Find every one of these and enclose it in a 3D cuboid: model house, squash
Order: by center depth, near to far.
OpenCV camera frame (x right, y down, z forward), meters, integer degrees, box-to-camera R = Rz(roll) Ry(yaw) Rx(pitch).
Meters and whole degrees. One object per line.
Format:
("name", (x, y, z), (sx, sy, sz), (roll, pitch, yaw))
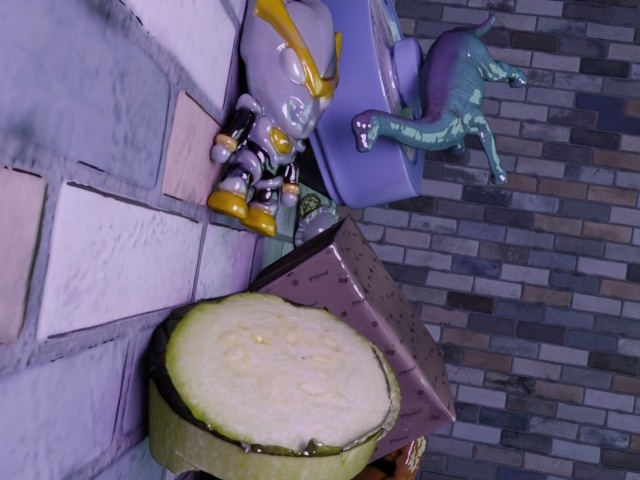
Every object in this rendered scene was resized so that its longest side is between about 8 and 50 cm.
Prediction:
("squash", (-0.046, 0.148, 0.457), (0.220, 0.220, 0.133), (-64, 167, -74))
("model house", (-0.002, -0.165, 1.005), (0.152, 0.106, 0.166), (3, 100, -83))

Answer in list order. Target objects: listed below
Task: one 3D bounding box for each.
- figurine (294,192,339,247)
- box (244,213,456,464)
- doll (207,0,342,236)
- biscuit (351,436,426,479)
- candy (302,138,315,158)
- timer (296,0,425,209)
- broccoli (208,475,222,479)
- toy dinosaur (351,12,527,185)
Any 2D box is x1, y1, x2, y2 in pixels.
("figurine", (-0.005, -0.002, 1.269), (0.143, 0.143, 0.271), (-74, 147, -56))
("box", (0.041, 0.146, 0.784), (0.297, 0.190, 0.225), (55, 14, -6))
("doll", (-0.046, -0.166, 0.576), (0.103, 0.145, 0.316), (-10, -120, 60))
("biscuit", (0.062, 0.405, 0.749), (0.278, 0.043, 0.301), (-46, -153, 24))
("candy", (-0.029, -0.189, 0.872), (0.110, 0.085, 0.095), (64, 25, -63))
("timer", (0.085, -0.272, 0.853), (0.395, 0.173, 0.395), (-10, 90, -69))
("broccoli", (-0.032, 0.389, 0.624), (0.297, 0.297, 0.298), (1, 90, -65))
("toy dinosaur", (0.169, -0.251, 0.739), (0.330, 0.129, 0.384), (21, 70, -44))
